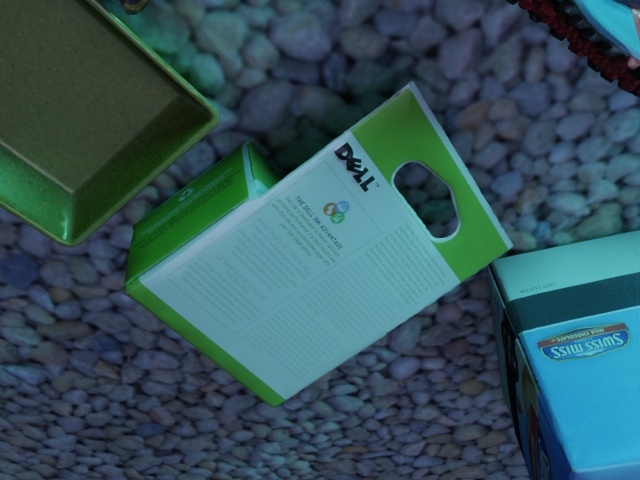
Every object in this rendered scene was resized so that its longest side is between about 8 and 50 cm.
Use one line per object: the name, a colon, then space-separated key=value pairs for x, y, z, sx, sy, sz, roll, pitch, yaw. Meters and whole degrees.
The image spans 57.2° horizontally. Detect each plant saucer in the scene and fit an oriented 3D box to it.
plant saucer: x=-0.199 y=-0.105 z=0.423 sx=0.188 sy=0.045 sz=0.188 roll=-34 pitch=123 yaw=24

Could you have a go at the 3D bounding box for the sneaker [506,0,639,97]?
sneaker: x=0.175 y=-0.188 z=0.354 sx=0.261 sy=0.104 sz=0.125 roll=26 pitch=107 yaw=-27

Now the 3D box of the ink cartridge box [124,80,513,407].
ink cartridge box: x=0.000 y=0.000 z=0.491 sx=0.255 sy=0.097 sz=0.189 roll=-35 pitch=124 yaw=10

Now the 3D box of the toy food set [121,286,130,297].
toy food set: x=-0.126 y=0.020 z=0.551 sx=0.122 sy=0.019 sz=0.078 roll=-41 pitch=121 yaw=18

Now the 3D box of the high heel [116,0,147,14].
high heel: x=-0.073 y=-0.251 z=0.294 sx=0.186 sy=0.093 sz=0.261 roll=-23 pitch=144 yaw=-11

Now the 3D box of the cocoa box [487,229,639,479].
cocoa box: x=0.357 y=0.134 z=0.530 sx=0.347 sy=0.228 sz=0.232 roll=-12 pitch=130 yaw=8
